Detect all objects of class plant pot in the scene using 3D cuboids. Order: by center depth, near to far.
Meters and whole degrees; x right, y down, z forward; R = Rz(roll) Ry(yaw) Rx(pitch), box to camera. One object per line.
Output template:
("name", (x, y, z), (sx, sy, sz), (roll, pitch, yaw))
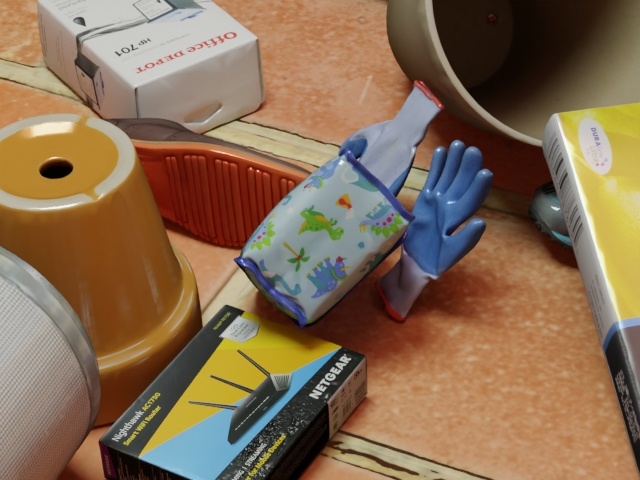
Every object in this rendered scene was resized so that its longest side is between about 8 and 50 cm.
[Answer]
("plant pot", (-0.201, 0.012, 1.552), (0.205, 0.188, 0.205), (-1, 39, 1))
("plant pot", (0.164, -0.201, 1.746), (0.256, 0.256, 0.274), (-17, 5, -17))

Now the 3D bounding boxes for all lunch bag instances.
("lunch bag", (0.000, 0.000, 1.585), (0.129, 0.096, 0.151), (-44, 6, -4))

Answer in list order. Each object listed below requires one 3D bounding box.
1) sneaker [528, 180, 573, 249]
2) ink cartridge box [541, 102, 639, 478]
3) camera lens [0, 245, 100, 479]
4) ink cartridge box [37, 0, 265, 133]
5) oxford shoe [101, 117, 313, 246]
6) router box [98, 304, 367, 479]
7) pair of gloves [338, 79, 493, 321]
("sneaker", (0.299, -0.070, 1.680), (0.262, 0.125, 0.104), (-13, 39, -13))
("ink cartridge box", (0.358, 0.020, 1.531), (0.307, 0.072, 0.303), (-10, 61, -6))
("camera lens", (-0.298, 0.139, 1.373), (0.219, 0.219, 0.274), (13, 41, 18))
("ink cartridge box", (-0.162, -0.179, 1.876), (0.140, 0.082, 0.191), (-25, 42, -25))
("oxford shoe", (-0.109, -0.066, 1.724), (0.271, 0.097, 0.098), (12, 35, 18))
("router box", (-0.064, 0.134, 1.506), (0.133, 0.046, 0.179), (18, 43, 24))
("pair of gloves", (0.070, -0.039, 1.644), (0.023, 0.159, 0.198), (15, 29, -37))
